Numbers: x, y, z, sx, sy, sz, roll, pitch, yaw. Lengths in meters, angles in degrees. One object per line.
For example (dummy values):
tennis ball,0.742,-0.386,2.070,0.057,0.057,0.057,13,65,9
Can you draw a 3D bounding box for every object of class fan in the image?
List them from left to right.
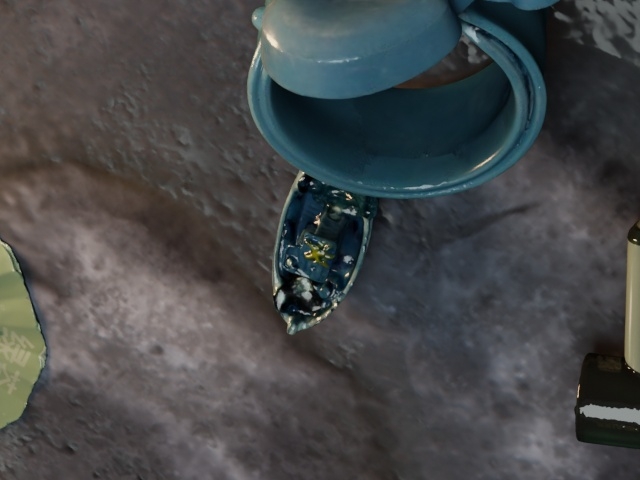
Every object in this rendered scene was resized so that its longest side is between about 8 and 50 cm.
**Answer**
fan,-0.266,0.079,1.459,0.131,0.009,0.240,27,125,2

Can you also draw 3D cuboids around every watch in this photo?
watch,0.054,-0.116,1.132,0.211,0.211,0.193,7,142,17

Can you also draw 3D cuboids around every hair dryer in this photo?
hair dryer,0.209,0.041,1.231,0.100,0.057,0.197,4,115,17

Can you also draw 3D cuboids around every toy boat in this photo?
toy boat,0.000,0.000,1.276,0.060,0.061,0.137,23,125,7
